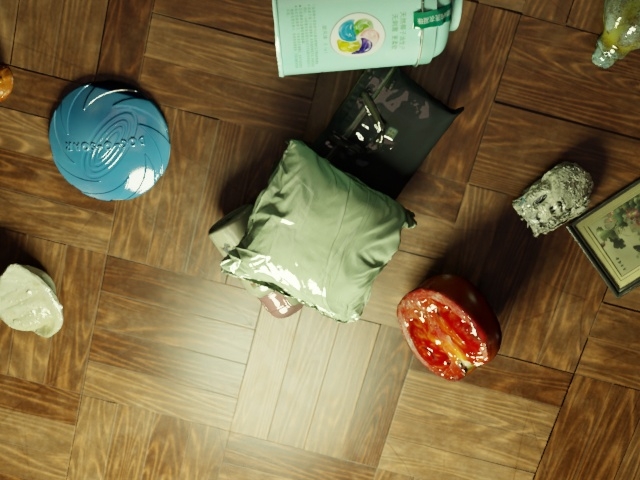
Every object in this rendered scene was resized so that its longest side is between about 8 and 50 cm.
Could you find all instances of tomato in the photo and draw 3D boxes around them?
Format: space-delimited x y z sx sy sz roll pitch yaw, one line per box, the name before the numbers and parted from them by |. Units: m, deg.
tomato | 0.267 0.154 1.673 0.200 0.140 0.233 52 146 4

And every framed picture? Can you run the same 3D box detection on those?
framed picture | 0.616 -0.008 1.680 0.199 0.010 0.195 -35 103 13

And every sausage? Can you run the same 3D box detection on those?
sausage | -0.668 -0.287 1.633 0.179 0.089 0.089 -13 107 11

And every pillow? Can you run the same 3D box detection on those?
pillow | 0.000 0.000 1.601 0.310 0.138 0.283 29 98 -20

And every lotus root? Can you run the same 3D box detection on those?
lotus root | 0.583 -0.437 1.477 0.158 0.140 0.322 30 109 -7

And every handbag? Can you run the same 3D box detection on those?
handbag | 0.112 -0.200 1.606 0.211 0.088 0.254 30 113 -15

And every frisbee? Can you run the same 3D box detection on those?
frisbee | -0.414 -0.190 1.666 0.242 0.045 0.242 1 108 2

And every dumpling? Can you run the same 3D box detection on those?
dumpling | -0.591 0.121 1.748 0.150 0.092 0.176 18 109 0

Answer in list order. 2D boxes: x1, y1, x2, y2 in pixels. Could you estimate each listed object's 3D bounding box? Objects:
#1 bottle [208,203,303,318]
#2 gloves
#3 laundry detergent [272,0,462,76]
bottle | -0.116 0.048 1.688 0.110 0.110 0.233 -31 103 12
gloves | 0.453 -0.077 1.635 0.153 0.070 0.114 -39 101 12
laundry detergent | 0.070 -0.427 1.425 0.306 0.287 0.287 -5 107 -1
